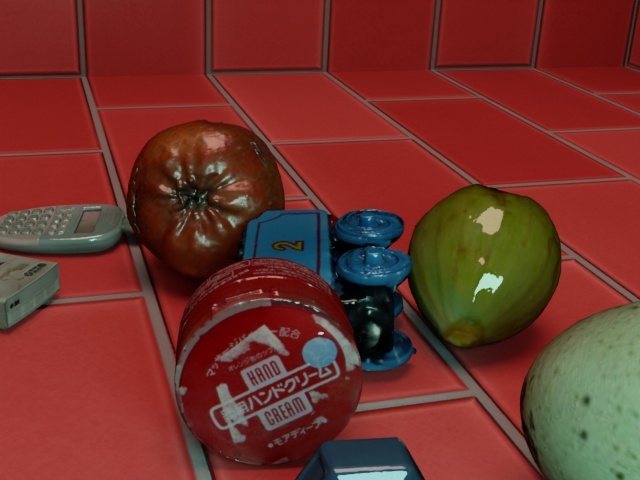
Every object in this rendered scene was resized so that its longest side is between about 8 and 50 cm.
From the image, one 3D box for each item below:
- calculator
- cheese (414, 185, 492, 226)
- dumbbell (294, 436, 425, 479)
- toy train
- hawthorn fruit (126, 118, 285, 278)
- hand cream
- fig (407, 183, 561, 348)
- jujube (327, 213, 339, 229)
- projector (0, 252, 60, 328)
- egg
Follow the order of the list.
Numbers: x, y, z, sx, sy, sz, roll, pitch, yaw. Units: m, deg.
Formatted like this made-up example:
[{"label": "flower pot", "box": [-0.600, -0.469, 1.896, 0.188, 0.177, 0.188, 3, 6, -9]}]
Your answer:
[{"label": "calculator", "box": [-0.463, -0.022, 1.696, 0.295, 0.042, 0.184, -2, 23, -4]}, {"label": "cheese", "box": [0.258, -0.035, 1.774, 0.093, 0.126, 0.171, -12, 8, -19]}, {"label": "dumbbell", "box": [0.060, 0.315, 0.811, 0.144, 0.156, 0.316, -28, 24, 3]}, {"label": "toy train", "box": [0.001, 0.068, 1.357, 0.265, 0.188, 0.300, -2, 24, 0]}, {"label": "hawthorn fruit", "box": [-0.197, -0.060, 1.581, 0.276, 0.276, 0.307, 0, -6, -7]}, {"label": "hand cream", "box": [-0.066, 0.141, 1.112, 0.230, 0.230, 0.149, -1, 22, -8]}, {"label": "fig", "box": [0.239, 0.051, 1.389, 0.240, 0.239, 0.271, 13, 51, 22]}, {"label": "jujube", "box": [0.000, 0.000, 1.655, 0.077, 0.077, 0.129, 11, 30, 20]}, {"label": "projector", "box": [-0.490, 0.078, 1.421, 0.115, 0.061, 0.147, 10, 24, 14]}, {"label": "egg", "box": [0.394, 0.202, 0.947, 0.379, 0.287, 0.288, 0, 18, 32]}]
